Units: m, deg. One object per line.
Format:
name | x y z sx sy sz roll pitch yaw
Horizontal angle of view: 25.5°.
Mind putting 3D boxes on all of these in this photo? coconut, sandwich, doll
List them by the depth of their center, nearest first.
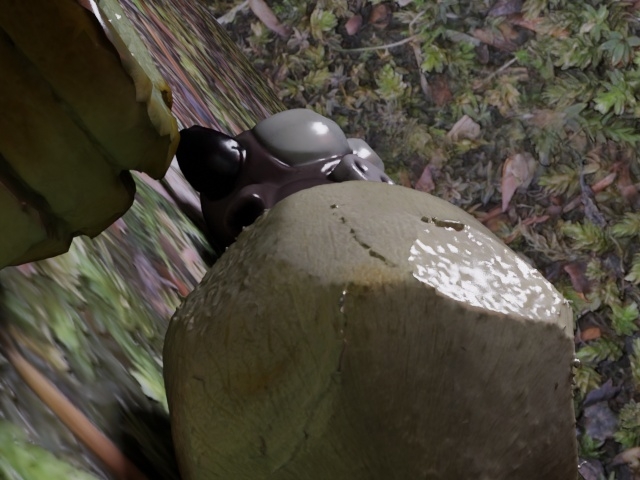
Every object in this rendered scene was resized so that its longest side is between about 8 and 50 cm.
coconut | 0.022 0.063 0.539 0.161 0.161 0.162 48 0 -29
sandwich | -0.152 -0.116 0.545 0.249 0.095 0.273 52 0 -13
doll | -0.001 0.002 0.947 0.182 0.117 0.257 33 19 -34
